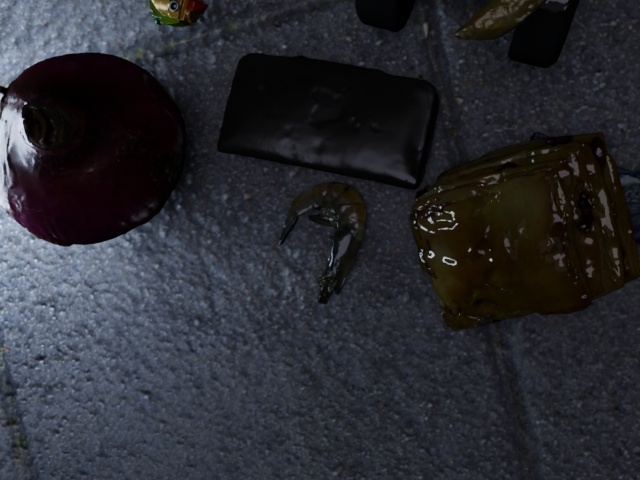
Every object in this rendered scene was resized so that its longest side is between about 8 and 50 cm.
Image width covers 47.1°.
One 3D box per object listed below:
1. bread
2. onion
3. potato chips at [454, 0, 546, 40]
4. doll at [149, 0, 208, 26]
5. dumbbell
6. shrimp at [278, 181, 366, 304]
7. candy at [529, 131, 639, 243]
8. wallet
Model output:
[{"bbox_3d":[0.305,-0.006,1.146,0.324,0.167,0.277,-15,93,30],"label":"bread"},{"bbox_3d":[-0.402,-0.158,1.213,0.347,0.385,0.348,0,88,-2],"label":"onion"},{"bbox_3d":[0.338,-0.416,0.969,0.080,0.057,0.407,38,104,-1],"label":"potato chips"},{"bbox_3d":[-0.262,-0.467,1.285,0.134,0.106,0.186,-10,94,19],"label":"doll"},{"bbox_3d":[0.231,-0.399,1.130,0.322,0.204,0.204,17,99,10],"label":"dumbbell"},{"bbox_3d":[0.000,0.000,1.309,0.150,0.051,0.217,15,91,14],"label":"shrimp"},{"bbox_3d":[0.455,-0.075,1.185,0.275,0.070,0.145,17,106,14],"label":"candy"},{"bbox_3d":[0.008,-0.213,1.265,0.377,0.051,0.197,12,85,12],"label":"wallet"}]
